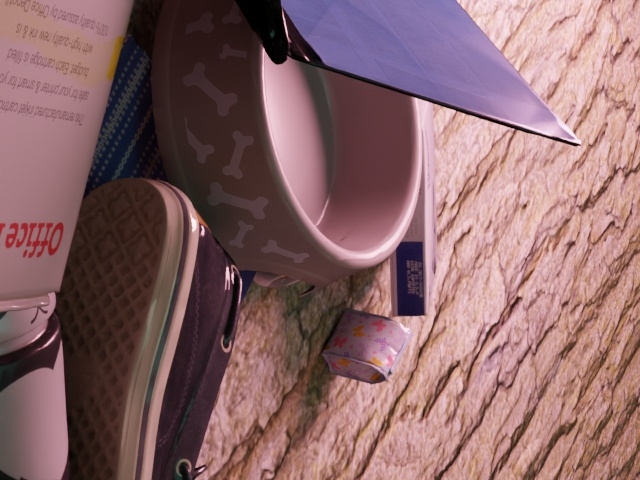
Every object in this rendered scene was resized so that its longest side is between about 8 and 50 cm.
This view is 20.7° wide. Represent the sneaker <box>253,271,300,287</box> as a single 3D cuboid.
[{"bbox_3d":[0.000,0.000,1.853,0.215,0.084,0.083,-37,148,-43],"label":"sneaker"}]

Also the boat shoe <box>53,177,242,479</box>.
[{"bbox_3d":[-0.180,0.199,1.460,0.156,0.187,0.500,33,68,-53],"label":"boat shoe"}]

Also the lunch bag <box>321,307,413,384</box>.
[{"bbox_3d":[0.055,0.123,1.981,0.071,0.083,0.053,-62,146,-29],"label":"lunch bag"}]

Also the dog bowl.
[{"bbox_3d":[-0.017,-0.119,1.662,0.349,0.102,0.349,20,67,-56],"label":"dog bowl"}]

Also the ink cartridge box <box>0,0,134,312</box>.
[{"bbox_3d":[-0.230,-0.159,1.072,0.279,0.160,0.385,0,105,-78],"label":"ink cartridge box"}]

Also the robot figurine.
[{"bbox_3d":[-0.273,0.120,1.308,0.173,0.209,0.278,-9,111,-22],"label":"robot figurine"}]

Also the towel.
[{"bbox_3d":[-0.158,-0.008,1.624,0.336,0.040,0.243,50,58,-52],"label":"towel"}]

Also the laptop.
[{"bbox_3d":[0.015,-0.299,1.417,0.236,0.382,0.408,-17,123,-8],"label":"laptop"}]

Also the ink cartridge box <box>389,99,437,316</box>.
[{"bbox_3d":[0.105,-0.058,1.959,0.224,0.045,0.223,-75,164,-66],"label":"ink cartridge box"}]
